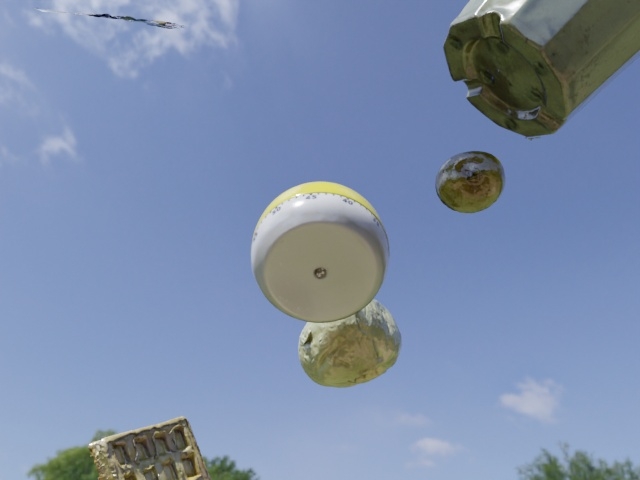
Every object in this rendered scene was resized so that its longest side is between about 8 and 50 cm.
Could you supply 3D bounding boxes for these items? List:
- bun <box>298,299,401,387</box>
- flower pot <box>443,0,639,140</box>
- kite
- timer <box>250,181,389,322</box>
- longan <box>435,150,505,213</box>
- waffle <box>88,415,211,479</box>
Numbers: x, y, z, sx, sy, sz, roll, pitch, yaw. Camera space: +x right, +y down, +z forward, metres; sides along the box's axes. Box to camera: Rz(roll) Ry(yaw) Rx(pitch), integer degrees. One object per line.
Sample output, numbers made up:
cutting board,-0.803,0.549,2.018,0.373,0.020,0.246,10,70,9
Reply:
bun,0.073,0.229,1.535,0.243,0.153,0.244,-20,-43,-20
flower pot,0.304,-0.288,0.904,0.290,0.259,0.290,42,-14,13
kite,-0.397,-0.429,1.360,0.285,0.015,0.152,-2,20,-34
timer,0.000,0.000,1.374,0.285,0.285,0.285,1,-28,0
longan,0.160,-0.064,0.757,0.075,0.075,0.083,-4,-9,8
waffle,-0.115,0.205,0.534,0.021,0.135,0.092,-38,-23,32
